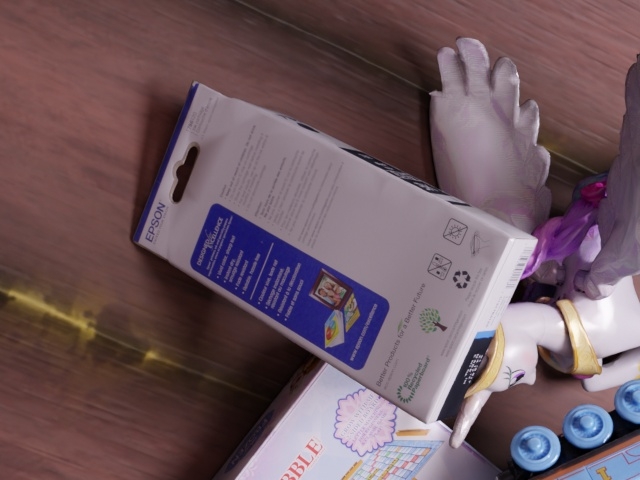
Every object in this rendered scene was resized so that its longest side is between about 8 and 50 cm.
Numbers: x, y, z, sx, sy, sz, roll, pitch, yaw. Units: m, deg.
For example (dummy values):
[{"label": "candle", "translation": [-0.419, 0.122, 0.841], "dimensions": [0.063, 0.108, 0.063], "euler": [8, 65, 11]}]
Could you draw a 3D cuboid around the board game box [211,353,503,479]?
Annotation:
[{"label": "board game box", "translation": [0.033, 0.307, 0.995], "dimensions": [0.318, 0.066, 0.318], "euler": [41, 81, -11]}]

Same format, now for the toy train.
[{"label": "toy train", "translation": [0.243, 0.194, 0.912], "dimensions": [0.184, 0.105, 0.080], "euler": [-24, 139, 1]}]

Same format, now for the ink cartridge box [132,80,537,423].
[{"label": "ink cartridge box", "translation": [0.000, 0.000, 0.908], "dimensions": [0.333, 0.065, 0.165], "euler": [30, 104, 27]}]

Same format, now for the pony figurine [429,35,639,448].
[{"label": "pony figurine", "translation": [0.250, 0.003, 0.967], "dimensions": [0.364, 0.303, 0.350], "euler": [-1, 99, -28]}]
